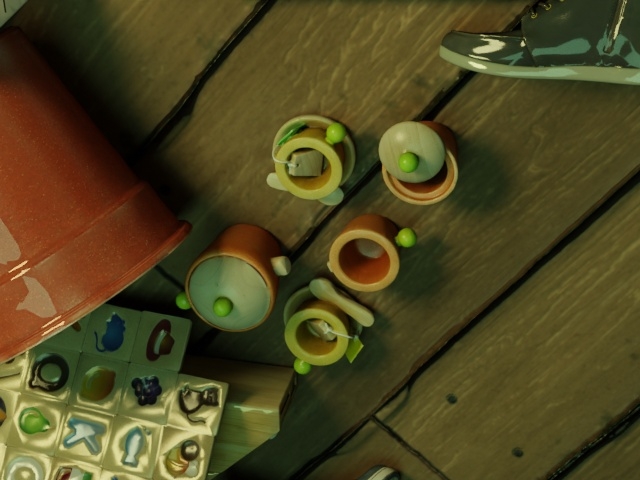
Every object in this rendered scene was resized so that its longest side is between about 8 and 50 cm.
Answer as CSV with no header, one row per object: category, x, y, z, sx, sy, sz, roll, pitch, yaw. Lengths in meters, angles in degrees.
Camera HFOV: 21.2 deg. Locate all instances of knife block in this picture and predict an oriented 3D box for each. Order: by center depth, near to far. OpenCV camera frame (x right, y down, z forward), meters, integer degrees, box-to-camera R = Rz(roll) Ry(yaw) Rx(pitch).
knife block,-0.198,0.166,1.865,0.275,0.088,0.242,-38,105,28

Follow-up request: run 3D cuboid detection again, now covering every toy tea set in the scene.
toy tea set,0.000,0.000,1.707,0.200,0.124,0.336,30,121,-4

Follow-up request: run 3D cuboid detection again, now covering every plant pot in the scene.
plant pot,-0.311,-0.050,1.689,0.272,0.272,0.265,-27,101,25

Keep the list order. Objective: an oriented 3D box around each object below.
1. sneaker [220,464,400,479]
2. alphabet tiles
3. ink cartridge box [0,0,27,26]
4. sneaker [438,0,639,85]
sneaker,-0.035,0.296,1.900,0.226,0.086,0.163,-44,60,-6
alphabet tiles,-0.273,0.202,1.814,0.342,0.011,0.285,10,80,17
ink cartridge box,-0.323,-0.246,1.599,0.046,0.207,0.097,-31,108,38
sneaker,0.221,-0.210,1.581,0.222,0.083,0.118,5,101,18
